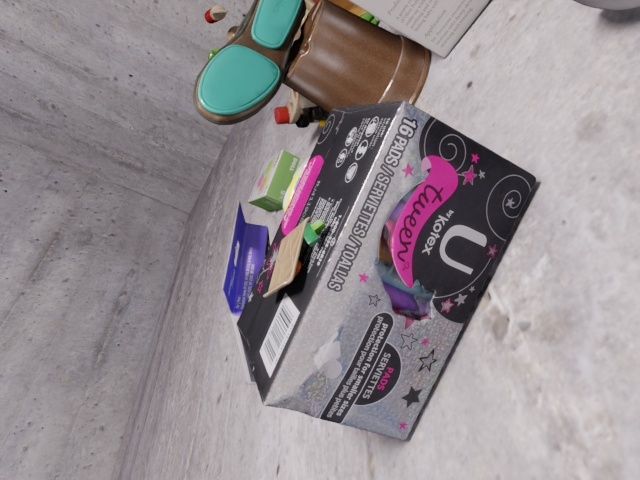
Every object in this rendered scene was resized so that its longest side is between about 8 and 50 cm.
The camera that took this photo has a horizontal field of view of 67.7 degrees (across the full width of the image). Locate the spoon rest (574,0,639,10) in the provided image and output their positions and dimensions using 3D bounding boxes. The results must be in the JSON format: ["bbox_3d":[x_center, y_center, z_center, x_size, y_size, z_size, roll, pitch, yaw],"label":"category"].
[{"bbox_3d":[0.257,-0.274,0.278,0.084,0.137,0.276,49,132,36],"label":"spoon rest"}]

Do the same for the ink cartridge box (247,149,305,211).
[{"bbox_3d":[-0.090,-0.129,1.043,0.209,0.062,0.109,-2,66,68],"label":"ink cartridge box"}]

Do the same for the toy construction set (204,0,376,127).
[{"bbox_3d":[-0.047,-0.330,0.846,0.257,0.309,0.237,-71,24,14],"label":"toy construction set"}]

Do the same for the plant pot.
[{"bbox_3d":[0.041,-0.248,0.693,0.167,0.165,0.167,-52,26,37],"label":"plant pot"}]

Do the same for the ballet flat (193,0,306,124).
[{"bbox_3d":[-0.091,-0.245,0.669,0.280,0.095,0.096,-66,7,-28],"label":"ballet flat"}]

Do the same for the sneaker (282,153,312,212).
[{"bbox_3d":[0.000,0.000,0.661,0.126,0.091,0.240,27,107,60],"label":"sneaker"}]

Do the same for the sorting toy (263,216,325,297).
[{"bbox_3d":[-0.020,0.012,0.380,0.083,0.012,0.062,-35,33,60],"label":"sorting toy"}]

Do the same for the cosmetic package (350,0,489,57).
[{"bbox_3d":[0.050,-0.401,0.544,0.197,0.366,0.155,-49,27,39],"label":"cosmetic package"}]

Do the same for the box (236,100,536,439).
[{"bbox_3d":[0.045,0.020,0.435,0.247,0.142,0.163,-66,21,5],"label":"box"}]

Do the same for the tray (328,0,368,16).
[{"bbox_3d":[0.030,-0.549,0.987,0.076,0.203,0.411,-67,20,-1],"label":"tray"}]

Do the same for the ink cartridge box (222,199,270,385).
[{"bbox_3d":[-0.101,0.076,0.737,0.206,0.045,0.208,-93,-2,-51],"label":"ink cartridge box"}]
